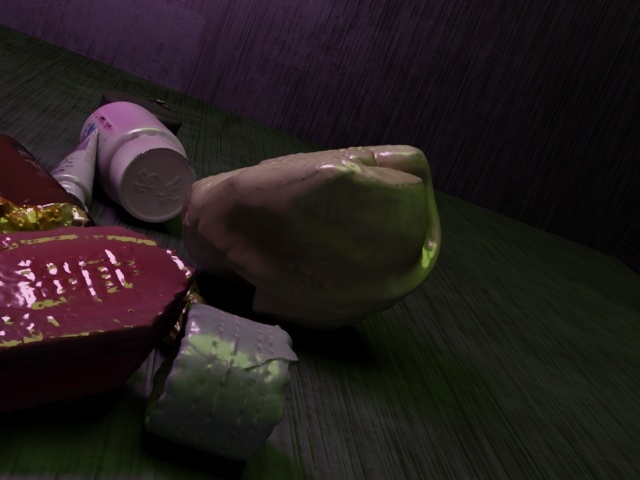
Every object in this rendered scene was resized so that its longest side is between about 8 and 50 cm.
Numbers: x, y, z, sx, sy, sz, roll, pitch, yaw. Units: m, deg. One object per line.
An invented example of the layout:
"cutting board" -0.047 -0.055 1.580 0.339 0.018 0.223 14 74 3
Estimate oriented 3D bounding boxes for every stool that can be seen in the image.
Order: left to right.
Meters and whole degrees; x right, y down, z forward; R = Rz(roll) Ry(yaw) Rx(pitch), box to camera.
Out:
"stool" -0.343 -0.200 1.916 0.153 0.139 0.228 29 13 25

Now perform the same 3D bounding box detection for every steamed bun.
"steamed bun" 0.000 0.000 1.430 0.342 0.255 0.367 -16 7 -43

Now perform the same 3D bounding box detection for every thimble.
"thimble" -0.097 0.138 0.972 0.118 0.127 0.151 22 21 -10

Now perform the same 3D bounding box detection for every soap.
"soap" -0.238 0.066 0.942 0.250 0.099 0.162 -7 42 -43

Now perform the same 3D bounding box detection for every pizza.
"pizza" -0.374 -0.011 0.968 0.292 0.058 0.197 -9 -8 -4

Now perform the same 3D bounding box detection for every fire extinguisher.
"fire extinguisher" -0.400 -0.053 1.302 0.114 0.135 0.337 -31 40 -19

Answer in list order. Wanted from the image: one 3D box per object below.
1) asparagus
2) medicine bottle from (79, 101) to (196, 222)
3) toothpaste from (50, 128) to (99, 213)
"asparagus" -0.184 0.069 1.231 0.080 0.080 0.287 17 14 -24
"medicine bottle" -0.307 -0.132 1.679 0.152 0.152 0.254 15 16 -30
"toothpaste" -0.383 -0.094 1.529 0.073 0.114 0.299 39 10 -21
